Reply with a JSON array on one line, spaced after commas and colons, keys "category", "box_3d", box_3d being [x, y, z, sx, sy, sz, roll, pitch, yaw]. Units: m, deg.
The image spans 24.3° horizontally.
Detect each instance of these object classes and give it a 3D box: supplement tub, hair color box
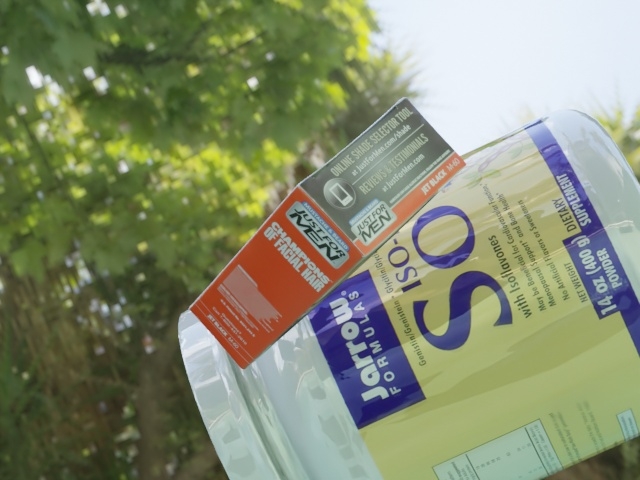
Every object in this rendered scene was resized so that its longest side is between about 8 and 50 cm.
[{"category": "supplement tub", "box_3d": [0.089, 0.074, 1.080, 0.331, 0.241, 0.241, -25, -32, 5]}, {"category": "hair color box", "box_3d": [0.000, 0.000, 0.821, 0.093, 0.053, 0.167, -41, -4, -34]}]
